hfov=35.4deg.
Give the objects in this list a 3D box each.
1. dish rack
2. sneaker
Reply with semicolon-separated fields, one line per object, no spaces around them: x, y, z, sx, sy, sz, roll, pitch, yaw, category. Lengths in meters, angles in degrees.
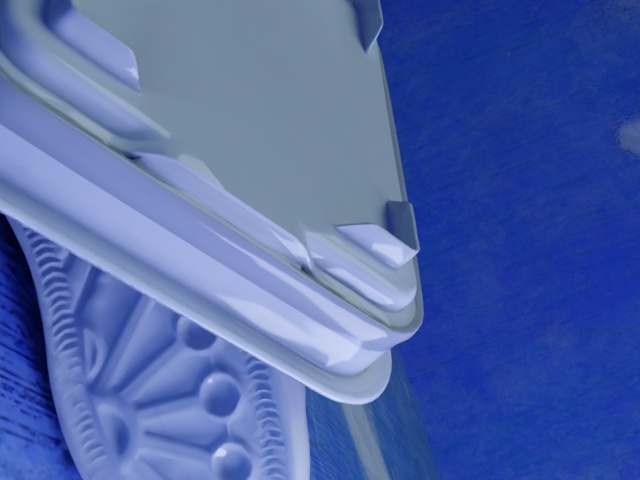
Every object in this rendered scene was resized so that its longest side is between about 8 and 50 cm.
-0.051;-0.102;0.517;0.285;0.072;0.333;35;33;-30;dish rack
-0.073;0.020;0.600;0.323;0.130;0.236;64;12;6;sneaker
